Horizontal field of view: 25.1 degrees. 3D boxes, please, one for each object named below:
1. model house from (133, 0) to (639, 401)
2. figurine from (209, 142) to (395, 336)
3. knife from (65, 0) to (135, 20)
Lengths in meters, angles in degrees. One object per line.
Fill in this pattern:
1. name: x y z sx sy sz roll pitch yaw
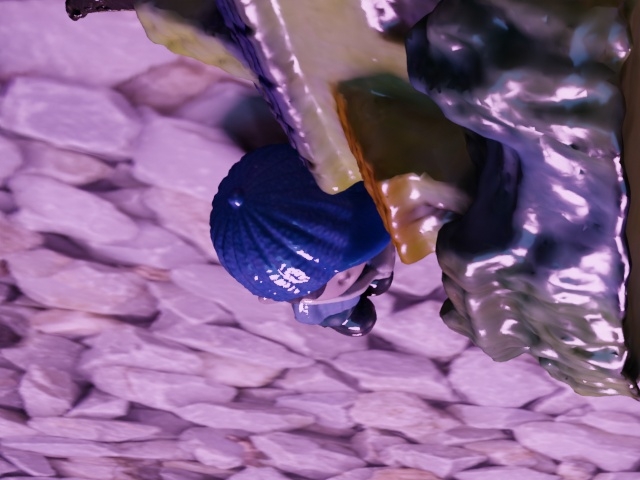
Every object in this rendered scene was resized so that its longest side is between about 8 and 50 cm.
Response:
1. model house: 0.018 -0.078 0.433 0.211 0.170 0.194 17 159 21
2. figurine: 0.000 0.000 0.708 0.087 0.086 0.149 23 169 16
3. knife: 0.006 -0.087 0.580 0.222 0.021 0.045 10 152 -2
